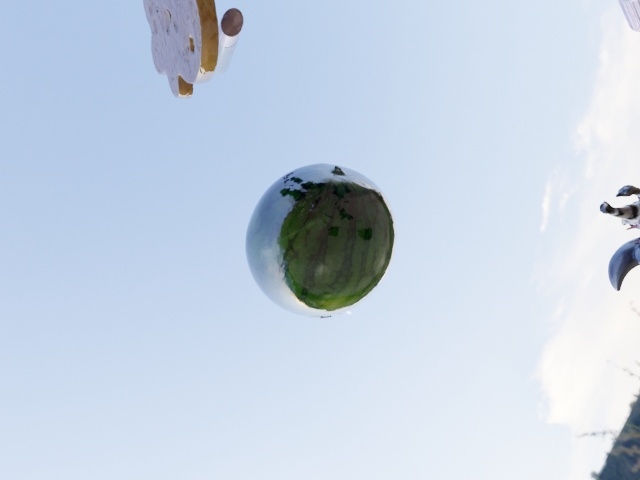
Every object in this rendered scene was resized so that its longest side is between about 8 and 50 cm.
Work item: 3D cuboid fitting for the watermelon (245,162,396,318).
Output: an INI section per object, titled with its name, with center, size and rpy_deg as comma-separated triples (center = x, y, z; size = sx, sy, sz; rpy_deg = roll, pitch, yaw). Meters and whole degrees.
[watermelon]
center = 0.000, 0.000, 1.123
size = 0.363, 0.363, 0.363
rpy_deg = -17, -62, -34

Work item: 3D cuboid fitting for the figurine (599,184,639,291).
[figurine]
center = 0.564, -0.016, 0.777
size = 0.265, 0.175, 0.197
rpy_deg = -18, -92, -26

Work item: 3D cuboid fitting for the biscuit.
[biscuit]
center = -0.274, -0.421, 0.979
size = 0.052, 0.355, 0.275
rpy_deg = -16, -69, -29

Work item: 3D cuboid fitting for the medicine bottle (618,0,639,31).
[medicine bottle]
center = 0.351, -0.336, 0.557
size = 0.083, 0.083, 0.203
rpy_deg = -48, -61, -14

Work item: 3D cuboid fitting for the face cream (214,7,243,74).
[face cream]
center = -0.237, -0.489, 1.241
size = 0.057, 0.198, 0.084
rpy_deg = 21, -106, -18
